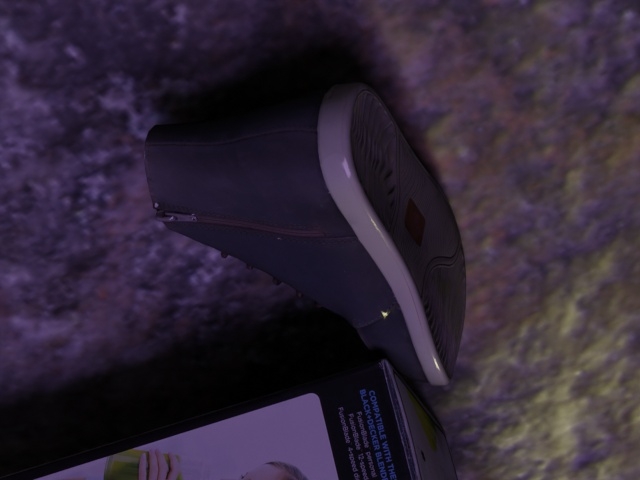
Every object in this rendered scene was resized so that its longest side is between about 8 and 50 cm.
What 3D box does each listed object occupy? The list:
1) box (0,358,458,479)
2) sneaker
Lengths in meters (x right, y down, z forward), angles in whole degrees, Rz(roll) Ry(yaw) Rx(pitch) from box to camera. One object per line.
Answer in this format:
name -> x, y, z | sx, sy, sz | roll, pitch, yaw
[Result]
box -> -0.068, 0.169, 0.905 | 0.290, 0.087, 0.169 | -18, 156, 10
sneaker -> 0.000, 0.000, 0.835 | 0.118, 0.083, 0.222 | -2, 141, 24
